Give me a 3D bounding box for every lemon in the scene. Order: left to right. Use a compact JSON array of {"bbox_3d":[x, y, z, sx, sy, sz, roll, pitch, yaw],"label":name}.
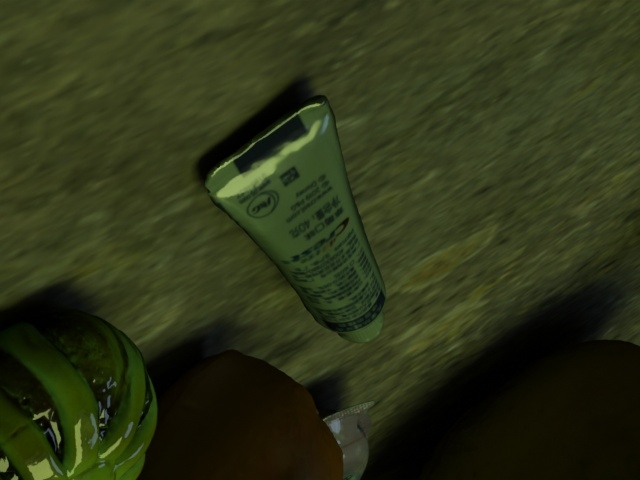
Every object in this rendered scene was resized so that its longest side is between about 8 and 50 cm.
[{"bbox_3d":[0.191,0.216,1.213,0.297,0.297,0.297,-34,157,-17],"label":"lemon"}]

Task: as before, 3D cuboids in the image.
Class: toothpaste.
[{"bbox_3d":[0.000,0.000,0.807,0.062,0.037,0.216,-39,154,-5],"label":"toothpaste"}]

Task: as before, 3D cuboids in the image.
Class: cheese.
[{"bbox_3d":[-0.028,0.156,1.047,0.105,0.042,0.191,-14,148,-46],"label":"cheese"}]

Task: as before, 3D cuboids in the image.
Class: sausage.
[{"bbox_3d":[-0.096,0.192,0.788,0.328,0.112,0.112,-55,168,-33],"label":"sausage"}]

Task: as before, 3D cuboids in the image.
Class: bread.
[{"bbox_3d":[-0.125,0.092,0.731,0.139,0.071,0.130,-38,154,-7],"label":"bread"}]
